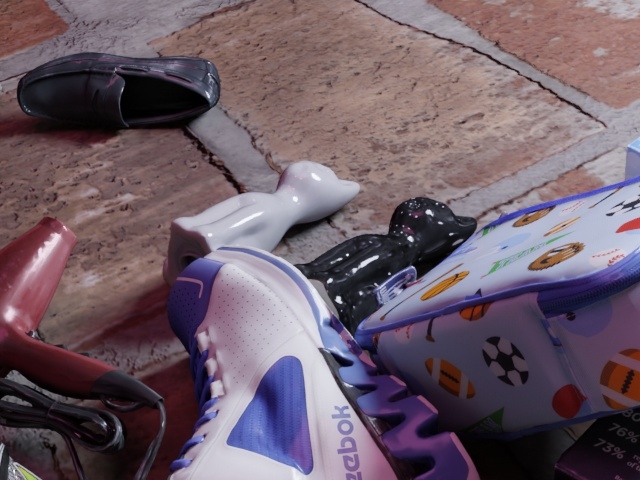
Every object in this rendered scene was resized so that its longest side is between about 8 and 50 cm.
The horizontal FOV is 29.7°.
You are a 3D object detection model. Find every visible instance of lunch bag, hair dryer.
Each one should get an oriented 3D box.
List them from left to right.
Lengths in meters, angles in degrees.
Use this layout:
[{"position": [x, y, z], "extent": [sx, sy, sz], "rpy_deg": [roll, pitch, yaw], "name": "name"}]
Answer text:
[{"position": [-0.230, 0.102, 0.968], "extent": [0.223, 0.080, 0.294], "rpy_deg": [-12, 51, 2], "name": "hair dryer"}, {"position": [0.177, 0.033, 0.855], "extent": [0.243, 0.115, 0.303], "rpy_deg": [-35, 11, -32], "name": "lunch bag"}]

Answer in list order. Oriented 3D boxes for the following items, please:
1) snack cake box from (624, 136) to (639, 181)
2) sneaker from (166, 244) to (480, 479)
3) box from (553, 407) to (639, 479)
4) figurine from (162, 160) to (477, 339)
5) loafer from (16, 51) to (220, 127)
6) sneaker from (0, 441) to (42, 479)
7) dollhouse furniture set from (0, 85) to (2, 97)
[{"position": [0.407, -0.030, 1.013], "extent": [0.152, 0.089, 0.264], "rpy_deg": [-34, 45, -28], "name": "snack cake box"}, {"position": [-0.051, 0.133, 0.859], "extent": [0.182, 0.127, 0.315], "rpy_deg": [-27, 43, -25], "name": "sneaker"}, {"position": [0.270, 0.154, 0.788], "extent": [0.153, 0.108, 0.207], "rpy_deg": [27, 49, 37], "name": "box"}, {"position": [0.000, 0.000, 1.064], "extent": [0.214, 0.092, 0.209], "rpy_deg": [21, 39, 33], "name": "figurine"}, {"position": [-0.219, -0.160, 1.300], "extent": [0.223, 0.076, 0.078], "rpy_deg": [-3, 30, 1], "name": "loafer"}, {"position": [-0.186, 0.215, 0.784], "extent": [0.146, 0.134, 0.343], "rpy_deg": [-22, 55, -32], "name": "sneaker"}, {"position": [-0.484, -0.168, 1.377], "extent": [0.182, 0.101, 0.161], "rpy_deg": [-32, 19, -26], "name": "dollhouse furniture set"}]
